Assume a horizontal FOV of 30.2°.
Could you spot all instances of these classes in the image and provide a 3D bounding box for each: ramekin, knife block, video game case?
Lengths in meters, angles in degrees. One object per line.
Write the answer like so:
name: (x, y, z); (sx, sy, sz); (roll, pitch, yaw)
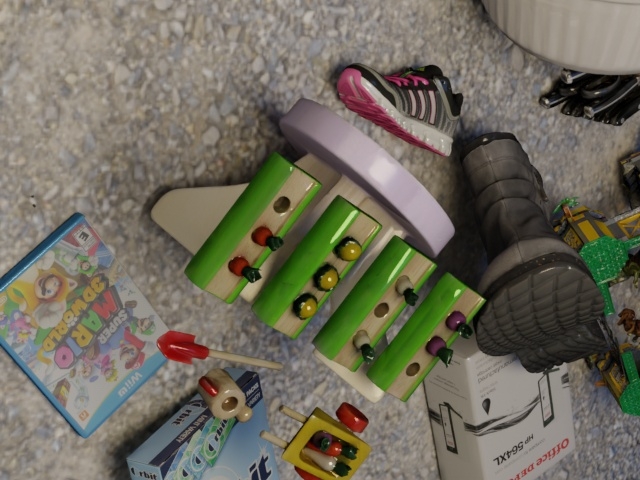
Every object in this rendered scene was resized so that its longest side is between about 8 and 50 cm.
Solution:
ramekin: (0.272, -0.271, 1.120); (0.273, 0.273, 0.127); (-33, 146, -26)
knife block: (0.347, -0.250, 1.295); (0.242, 0.088, 0.275); (22, 90, -42)
video game case: (-0.203, 0.075, 1.005); (0.119, 0.015, 0.166); (-45, 127, -19)

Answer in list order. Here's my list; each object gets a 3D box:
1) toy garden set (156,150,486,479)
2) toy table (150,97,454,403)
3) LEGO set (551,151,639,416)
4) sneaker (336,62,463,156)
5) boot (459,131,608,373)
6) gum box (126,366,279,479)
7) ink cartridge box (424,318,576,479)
toy garden set: (-0.002, 0.079, 0.887); (0.244, 0.049, 0.203); (33, 98, -38)
toy table: (0.000, 0.000, 1.013); (0.161, 0.252, 0.274); (-50, 162, -3)
LEGO set: (0.386, 0.024, 1.396); (0.255, 0.192, 0.331); (-31, 123, 7)
sneaker: (0.081, -0.142, 1.135); (0.170, 0.063, 0.074); (25, 88, -46)
boot: (0.180, -0.006, 1.120); (0.118, 0.222, 0.338); (-18, 161, 8)
gum box: (-0.099, 0.236, 1.091); (0.157, 0.041, 0.184); (-40, 129, -48)
ink cartridge box: (0.199, 0.171, 1.314); (0.148, 0.086, 0.203); (-28, 120, -29)
